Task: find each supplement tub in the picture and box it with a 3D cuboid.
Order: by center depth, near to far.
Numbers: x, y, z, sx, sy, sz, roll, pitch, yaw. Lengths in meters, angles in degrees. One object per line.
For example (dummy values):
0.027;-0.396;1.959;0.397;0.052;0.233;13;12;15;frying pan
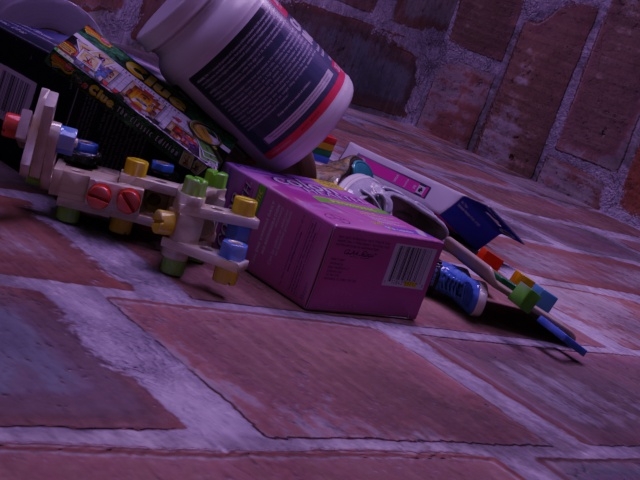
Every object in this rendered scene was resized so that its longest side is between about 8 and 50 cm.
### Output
-0.104;-0.246;1.701;0.272;0.191;0.191;45;3;-19;supplement tub

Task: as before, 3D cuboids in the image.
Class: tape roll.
-0.471;-0.304;2.013;0.219;0.219;0.072;13;13;-32;tape roll

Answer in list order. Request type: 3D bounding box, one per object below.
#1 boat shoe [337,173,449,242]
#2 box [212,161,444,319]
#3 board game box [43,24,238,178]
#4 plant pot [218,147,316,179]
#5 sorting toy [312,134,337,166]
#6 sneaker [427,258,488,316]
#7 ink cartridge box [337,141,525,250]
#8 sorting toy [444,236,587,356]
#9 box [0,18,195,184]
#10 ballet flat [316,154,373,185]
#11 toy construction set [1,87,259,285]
0.109;-0.034;1.996;0.103;0.118;0.320;21;4;28;boat shoe
0.000;0.000;1.628;0.214;0.117;0.243;9;15;-44;box
-0.232;-0.183;1.599;0.260;0.030;0.136;37;22;-8;board game box
-0.129;-0.128;1.913;0.237;0.237;0.110;26;53;30;plant pot
-0.108;-0.239;2.661;0.256;0.089;0.257;14;13;-26;sorting toy
0.191;0.067;1.792;0.085;0.058;0.152;15;15;-13;sneaker
0.210;-0.074;2.353;0.371;0.069;0.176;26;-8;39;ink cartridge box
0.294;0.065;1.844;0.196;0.047;0.348;36;4;-24;sorting toy
-0.346;-0.194;1.806;0.296;0.182;0.294;30;14;38;box
0.016;-0.092;2.138;0.123;0.123;0.348;21;11;8;ballet flat
-0.239;-0.058;1.463;0.328;0.151;0.215;28;9;-13;toy construction set
